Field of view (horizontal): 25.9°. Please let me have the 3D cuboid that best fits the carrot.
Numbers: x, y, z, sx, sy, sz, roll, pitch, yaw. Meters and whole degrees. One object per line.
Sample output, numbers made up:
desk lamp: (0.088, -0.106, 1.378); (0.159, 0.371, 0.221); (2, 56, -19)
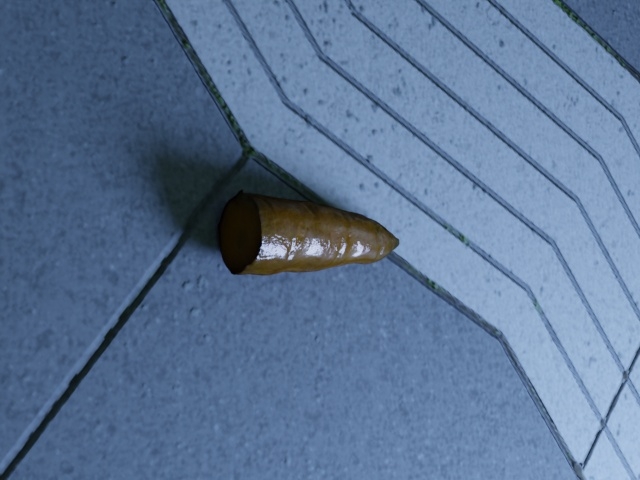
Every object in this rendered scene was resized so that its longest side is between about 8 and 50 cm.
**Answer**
carrot: (0.000, 0.000, 1.239); (0.205, 0.072, 0.072); (5, 78, -44)
